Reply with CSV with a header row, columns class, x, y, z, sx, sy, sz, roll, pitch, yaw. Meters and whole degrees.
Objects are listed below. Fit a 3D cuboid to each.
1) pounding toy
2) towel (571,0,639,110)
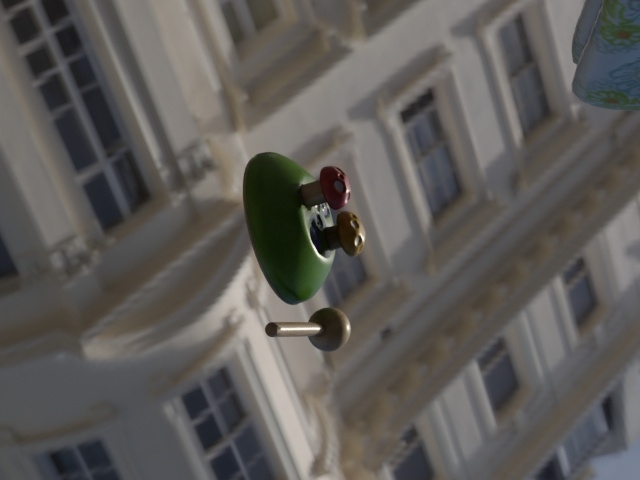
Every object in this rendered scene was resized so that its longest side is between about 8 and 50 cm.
class,x,y,z,sx,sy,sz,roll,pitch,yaw
pounding toy,0.000,0.000,1.739,0.110,0.183,0.237,-15,-106,18
towel,0.420,-0.221,1.437,0.320,0.374,0.090,0,-108,0
